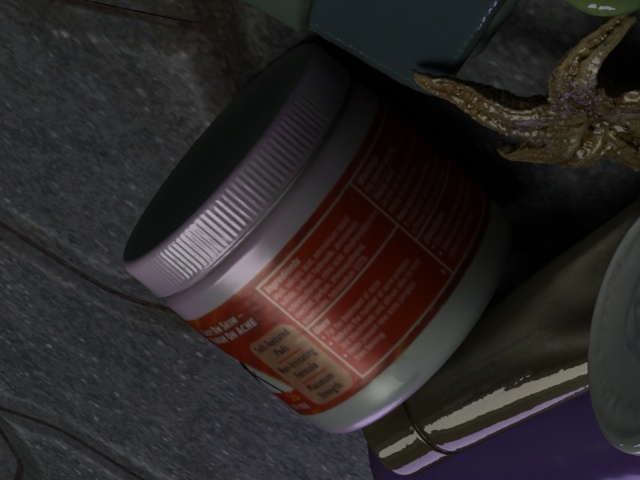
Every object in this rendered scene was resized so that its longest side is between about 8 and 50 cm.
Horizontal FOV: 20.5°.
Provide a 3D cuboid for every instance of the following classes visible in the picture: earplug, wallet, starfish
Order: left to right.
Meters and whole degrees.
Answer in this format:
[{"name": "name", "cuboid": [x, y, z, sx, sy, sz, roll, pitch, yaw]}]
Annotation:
[{"name": "wallet", "cuboid": [-0.015, -0.253, 1.316, 0.360, 0.083, 0.252, 29, 148, 0]}, {"name": "starfish", "cuboid": [0.209, -0.098, 1.333, 0.277, 0.062, 0.236, -3, 157, 18]}, {"name": "earplug", "cuboid": [0.257, 0.144, 1.544, 0.215, 0.215, 0.456, 44, 144, -20]}]

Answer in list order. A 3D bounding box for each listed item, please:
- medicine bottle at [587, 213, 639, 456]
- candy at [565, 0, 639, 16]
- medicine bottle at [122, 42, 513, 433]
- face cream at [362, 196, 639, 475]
[{"name": "medicine bottle", "cuboid": [0.365, 0.087, 1.242, 0.332, 0.190, 0.190, 13, 155, -20]}, {"name": "candy", "cuboid": [0.188, -0.284, 1.110, 0.093, 0.092, 0.335, 26, 142, 30]}, {"name": "medicine bottle", "cuboid": [0.000, 0.000, 1.505, 0.241, 0.252, 0.252, 41, 149, -13]}, {"name": "face cream", "cuboid": [0.176, 0.088, 1.447, 0.084, 0.137, 0.341, 13, 141, -44]}]
